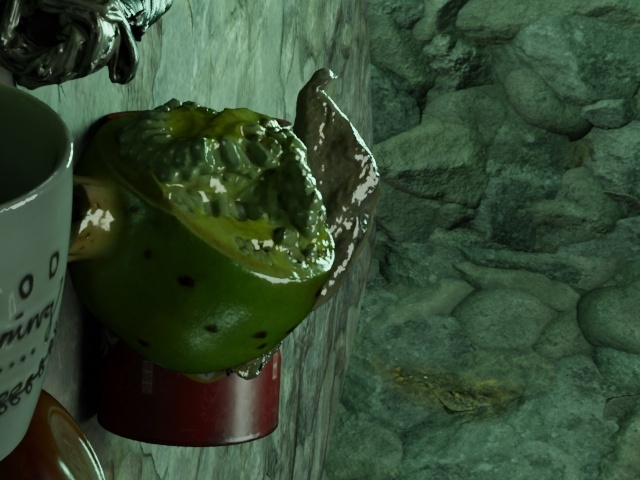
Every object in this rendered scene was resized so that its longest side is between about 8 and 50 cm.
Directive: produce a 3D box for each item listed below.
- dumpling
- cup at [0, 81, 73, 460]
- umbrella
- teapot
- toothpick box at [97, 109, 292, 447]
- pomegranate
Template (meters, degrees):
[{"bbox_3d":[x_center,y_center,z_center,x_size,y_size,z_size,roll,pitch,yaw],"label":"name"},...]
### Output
[{"bbox_3d":[0.001,0.000,1.672,0.166,0.086,0.332,29,77,-54],"label":"dumpling"},{"bbox_3d":[-0.285,0.045,1.039,0.258,0.186,0.234,-28,136,-44],"label":"cup"},{"bbox_3d":[-0.203,-0.201,1.494,0.358,0.113,0.106,-60,155,-74],"label":"umbrella"},{"bbox_3d":[-0.264,0.202,1.327,0.252,0.135,0.178,54,3,-48],"label":"teapot"},{"bbox_3d":[-0.136,0.034,1.727,0.204,0.204,0.333,-43,138,-76],"label":"toothpick box"},{"bbox_3d":[-0.143,-0.007,1.471,0.260,0.340,0.261,-4,-95,56],"label":"pomegranate"}]
